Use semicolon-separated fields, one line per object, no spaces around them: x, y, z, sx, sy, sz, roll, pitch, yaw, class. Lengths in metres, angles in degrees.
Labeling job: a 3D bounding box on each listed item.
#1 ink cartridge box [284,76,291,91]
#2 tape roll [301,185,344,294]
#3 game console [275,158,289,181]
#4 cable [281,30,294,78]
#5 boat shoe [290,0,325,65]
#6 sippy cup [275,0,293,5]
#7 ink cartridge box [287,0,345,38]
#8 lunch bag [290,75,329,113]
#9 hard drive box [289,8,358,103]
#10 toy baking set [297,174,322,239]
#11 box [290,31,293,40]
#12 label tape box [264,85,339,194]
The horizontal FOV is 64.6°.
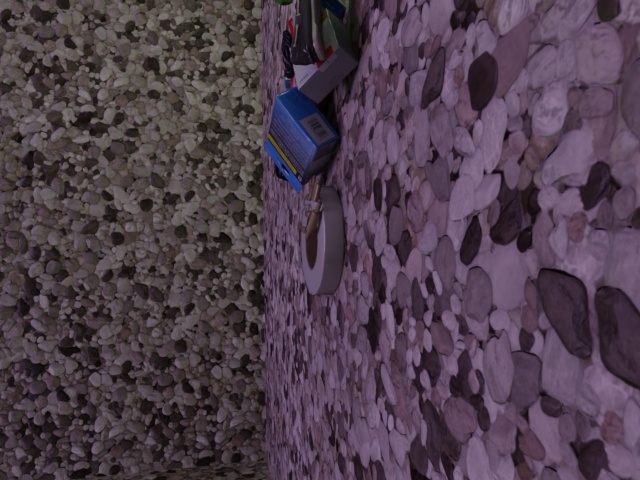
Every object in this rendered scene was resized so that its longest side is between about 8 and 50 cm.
-0.088;-0.571;2.057;0.062;0.104;0.182;-105;10;-61;ink cartridge box
0.000;0.000;1.801;0.392;0.071;0.393;180;90;-76;tape roll
-0.175;-0.501;2.565;0.342;0.060;0.387;-138;48;-73;game console
-0.107;-0.658;1.777;0.184;0.047;0.151;-169;73;-83;cable
-0.047;-0.649;1.492;0.112;0.095;0.336;56;-153;-56;boat shoe
-0.068;-0.972;1.715;0.240;0.305;0.224;59;-144;-24;sippy cup
-0.031;-0.730;1.684;0.231;0.078;0.134;-43;39;27;ink cartridge box
-0.033;-0.620;1.830;0.258;0.120;0.293;112;155;-57;lunch bag
0.006;-0.570;1.563;0.181;0.089;0.232;-39;44;29;hard drive box
-0.033;-0.103;1.733;0.197;0.030;0.256;-97;21;-51;toy baking set
-0.068;-0.753;1.985;0.029;0.115;0.162;-103;19;-49;box
-0.077;-0.353;1.826;0.241;0.105;0.334;54;157;10;label tape box
